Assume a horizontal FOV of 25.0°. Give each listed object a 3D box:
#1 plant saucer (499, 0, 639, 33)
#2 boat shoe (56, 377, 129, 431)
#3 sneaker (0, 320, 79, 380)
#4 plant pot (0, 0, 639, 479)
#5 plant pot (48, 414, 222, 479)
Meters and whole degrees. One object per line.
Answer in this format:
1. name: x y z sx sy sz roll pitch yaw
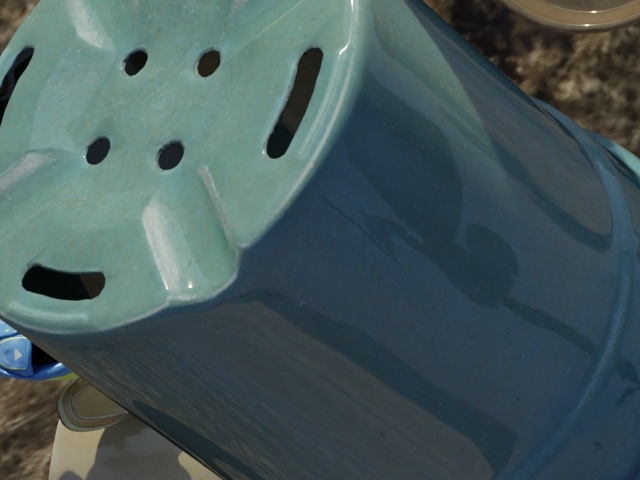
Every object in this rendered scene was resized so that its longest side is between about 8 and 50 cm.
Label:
1. plant saucer: 0.283 -0.356 1.513 0.278 0.277 0.041 65 20 3
2. boat shoe: -0.206 0.158 1.605 0.190 0.072 0.068 -24 95 -48
3. sneaker: -0.346 0.102 1.488 0.240 0.126 0.091 1 85 -14
4. plant pot: 0.000 0.000 0.815 0.334 0.341 0.341 39 58 -46
5. plant pot: -0.190 0.287 1.729 0.190 0.284 0.284 5 70 9
